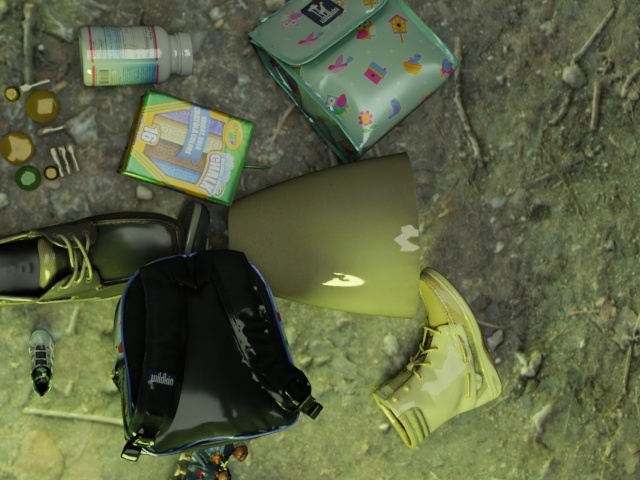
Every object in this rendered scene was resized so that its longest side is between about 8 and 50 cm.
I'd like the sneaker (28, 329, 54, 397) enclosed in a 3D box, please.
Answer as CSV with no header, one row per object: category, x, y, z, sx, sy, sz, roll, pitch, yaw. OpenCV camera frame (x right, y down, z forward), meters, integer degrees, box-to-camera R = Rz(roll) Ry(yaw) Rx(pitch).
sneaker,-0.413,0.185,1.321,0.038,0.069,0.098,-6,95,-17

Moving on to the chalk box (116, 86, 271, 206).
chalk box,-0.182,-0.129,1.340,0.213,0.132,0.132,18,88,-16

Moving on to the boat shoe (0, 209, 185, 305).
boat shoe,-0.369,0.038,1.269,0.355,0.130,0.133,-12,96,-5

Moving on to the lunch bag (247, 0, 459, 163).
lunch bag,0.046,-0.288,1.391,0.223,0.160,0.262,-40,91,-8

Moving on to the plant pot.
plant pot,0.000,0.000,1.365,0.273,0.256,0.257,-3,95,-2

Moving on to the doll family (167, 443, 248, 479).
doll family,-0.181,0.379,1.405,0.111,0.076,0.193,21,84,-13

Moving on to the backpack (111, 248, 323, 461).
backpack,-0.167,0.151,1.237,0.276,0.213,0.264,-6,82,-24

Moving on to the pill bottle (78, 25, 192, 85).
pill bottle,-0.275,-0.276,1.326,0.160,0.087,0.087,-5,95,-17

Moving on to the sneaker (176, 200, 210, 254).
sneaker,-0.175,0.053,1.390,0.118,0.083,0.222,7,95,-27

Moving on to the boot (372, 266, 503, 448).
boot,0.171,0.197,1.492,0.203,0.095,0.262,-29,106,-12

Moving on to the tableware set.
tableware set,-0.427,-0.157,1.322,0.104,0.024,0.154,-19,100,-12
